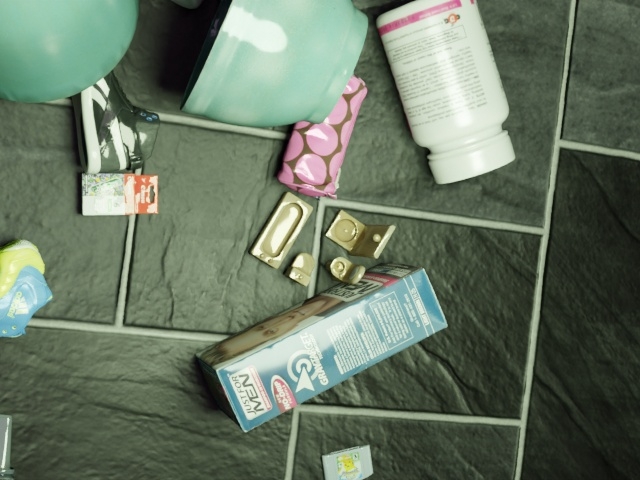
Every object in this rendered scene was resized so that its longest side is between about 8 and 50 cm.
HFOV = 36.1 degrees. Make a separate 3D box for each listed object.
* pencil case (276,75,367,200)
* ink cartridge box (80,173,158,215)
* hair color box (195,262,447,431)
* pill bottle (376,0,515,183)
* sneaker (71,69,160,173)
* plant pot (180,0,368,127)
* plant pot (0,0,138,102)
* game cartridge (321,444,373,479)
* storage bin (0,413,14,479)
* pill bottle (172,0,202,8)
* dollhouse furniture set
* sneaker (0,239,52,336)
[{"bbox_3d":[0.007,-0.170,1.535,0.098,0.095,0.209,16,87,13],"label":"pencil case"},{"bbox_3d":[-0.299,-0.069,1.470,0.115,0.029,0.062,-1,92,-17],"label":"ink cartridge box"},{"bbox_3d":[-0.002,0.152,1.497,0.347,0.174,0.105,-26,99,-16],"label":"hair color box"},{"bbox_3d":[0.204,-0.243,1.558,0.160,0.160,0.283,-21,97,-16],"label":"pill bottle"},{"bbox_3d":[-0.301,-0.208,1.449,0.121,0.079,0.216,-6,93,-29],"label":"sneaker"},{"bbox_3d":[-0.054,-0.280,1.398,0.196,0.293,0.293,23,85,-13],"label":"plant pot"},{"bbox_3d":[-0.395,-0.357,1.281,0.293,0.235,0.292,1,78,-5],"label":"plant pot"},{"bbox_3d":[0.045,0.369,1.602,0.083,0.017,0.055,-10,98,-17],"label":"game cartridge"},{"bbox_3d":[-0.498,0.288,1.389,0.135,0.098,0.091,7,79,-18],"label":"storage bin"},{"bbox_3d":[-0.175,-0.449,1.456,0.112,0.112,0.186,36,81,-15],"label":"pill bottle"},{"bbox_3d":[0.000,0.000,1.519,0.151,0.123,0.144,33,82,-16],"label":"dollhouse furniture set"},{"bbox_3d":[-0.487,0.104,1.383,0.240,0.091,0.126,-32,101,-15],"label":"sneaker"}]
